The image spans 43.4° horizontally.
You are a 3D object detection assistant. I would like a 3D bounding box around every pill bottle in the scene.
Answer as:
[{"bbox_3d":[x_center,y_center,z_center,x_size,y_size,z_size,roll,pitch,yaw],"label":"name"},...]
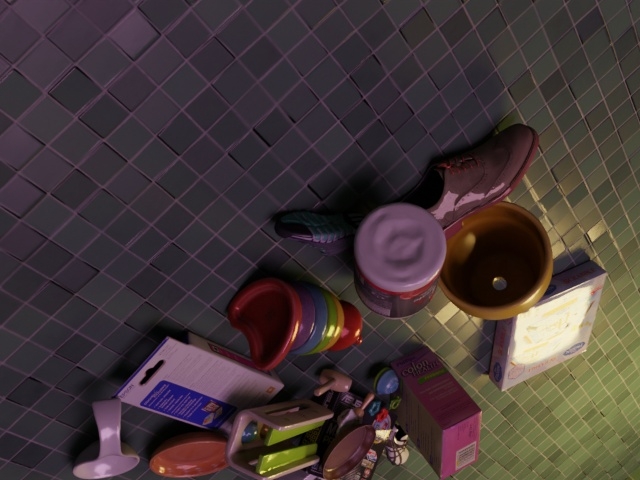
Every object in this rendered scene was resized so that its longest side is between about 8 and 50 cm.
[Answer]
[{"bbox_3d":[0.155,0.059,1.639,0.176,0.176,0.318,-32,162,-8],"label":"pill bottle"}]

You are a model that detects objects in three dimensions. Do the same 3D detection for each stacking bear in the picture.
[{"bbox_3d":[-0.022,0.170,1.690,0.164,0.175,0.289,-49,146,20],"label":"stacking bear"}]

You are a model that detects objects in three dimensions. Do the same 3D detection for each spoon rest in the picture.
[{"bbox_3d":[-0.433,0.423,1.628,0.137,0.084,0.276,-5,141,-19],"label":"spoon rest"}]

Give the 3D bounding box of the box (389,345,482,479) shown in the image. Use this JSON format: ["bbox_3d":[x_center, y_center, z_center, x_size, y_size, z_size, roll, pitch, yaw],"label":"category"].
[{"bbox_3d":[0.288,0.435,2.040,0.117,0.243,0.214,-23,134,-18],"label":"box"}]

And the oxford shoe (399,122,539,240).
[{"bbox_3d":[0.306,-0.131,1.683,0.348,0.123,0.130,-44,131,3],"label":"oxford shoe"}]

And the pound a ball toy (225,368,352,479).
[{"bbox_3d":[-0.072,0.391,1.799,0.319,0.135,0.208,9,99,-64],"label":"pound a ball toy"}]

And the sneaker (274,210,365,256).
[{"bbox_3d":[0.000,0.000,1.612,0.223,0.083,0.098,-1,130,-34],"label":"sneaker"}]

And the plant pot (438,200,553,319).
[{"bbox_3d":[0.392,0.068,1.796,0.254,0.254,0.239,-41,152,1],"label":"plant pot"}]

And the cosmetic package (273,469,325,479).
[{"bbox_3d":[-0.031,0.617,2.108,0.239,0.060,0.099,-39,135,-2],"label":"cosmetic package"}]

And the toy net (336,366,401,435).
[{"bbox_3d":[0.110,0.410,1.966,0.232,0.045,0.122,-30,134,-34],"label":"toy net"}]

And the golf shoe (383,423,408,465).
[{"bbox_3d":[0.211,0.554,2.194,0.093,0.077,0.198,-28,140,15],"label":"golf shoe"}]

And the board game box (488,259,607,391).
[{"bbox_3d":[0.627,0.239,2.238,0.318,0.066,0.318,-20,133,-20],"label":"board game box"}]

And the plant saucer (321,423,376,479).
[{"bbox_3d":[0.062,0.498,1.916,0.168,0.029,0.169,-30,140,-29],"label":"plant saucer"}]

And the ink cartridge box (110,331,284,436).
[{"bbox_3d":[-0.254,0.301,1.696,0.176,0.069,0.371,-47,139,9],"label":"ink cartridge box"}]

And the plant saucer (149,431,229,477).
[{"bbox_3d":[-0.283,0.476,1.800,0.199,0.037,0.200,-9,146,-6],"label":"plant saucer"}]

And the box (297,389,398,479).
[{"bbox_3d":[0.065,0.496,2.014,0.270,0.060,0.216,36,76,-46],"label":"box"}]
